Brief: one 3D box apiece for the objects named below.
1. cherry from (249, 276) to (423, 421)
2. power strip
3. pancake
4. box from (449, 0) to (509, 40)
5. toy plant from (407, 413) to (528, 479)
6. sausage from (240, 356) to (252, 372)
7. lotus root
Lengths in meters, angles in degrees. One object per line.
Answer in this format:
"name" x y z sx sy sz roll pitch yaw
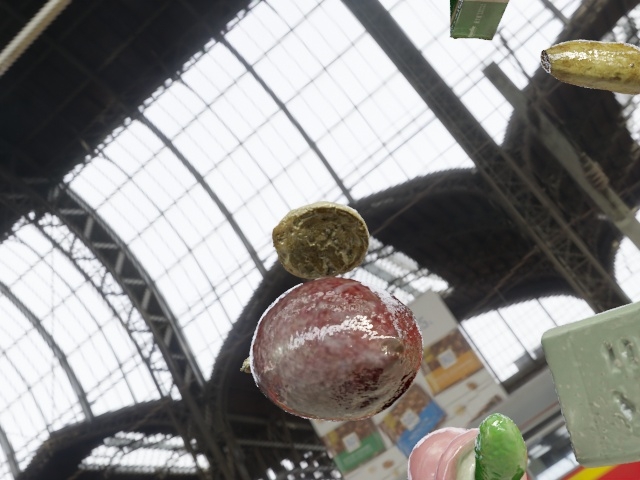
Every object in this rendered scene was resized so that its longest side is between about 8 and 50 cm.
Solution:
"cherry" 0.028 0.156 1.113 0.230 0.203 0.300 28 -27 -25
"power strip" 0.342 0.119 0.719 0.139 0.140 0.224 0 -20 -36
"pancake" 0.000 0.001 1.182 0.151 0.025 0.152 -2 -50 -2
"box" 0.260 -0.431 1.250 0.081 0.135 0.199 3 -19 -3
"toy plant" 0.311 0.457 1.512 0.210 0.317 0.356 -42 12 -18
"sausage" -0.064 0.222 1.640 0.269 0.033 0.033 -20 -29 -42
"lotus root" 0.582 -0.358 1.601 0.258 0.110 0.097 6 -52 -6
